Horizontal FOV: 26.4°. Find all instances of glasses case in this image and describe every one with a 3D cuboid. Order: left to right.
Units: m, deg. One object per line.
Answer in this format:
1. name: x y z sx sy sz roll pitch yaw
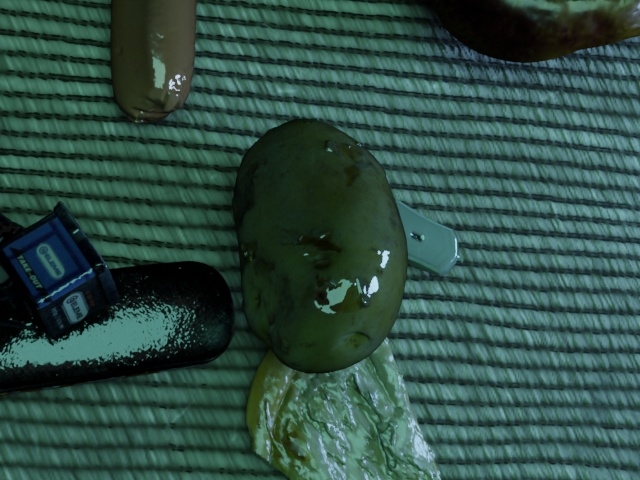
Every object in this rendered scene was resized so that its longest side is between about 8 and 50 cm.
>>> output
1. glasses case: -0.212 0.081 1.278 0.267 0.067 0.103 -6 79 -14

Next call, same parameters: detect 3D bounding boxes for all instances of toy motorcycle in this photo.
1. toy motorcycle: -0.346 -0.049 1.228 0.212 0.125 0.358 -32 69 -14

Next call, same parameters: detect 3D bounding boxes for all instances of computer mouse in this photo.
1. computer mouse: 0.095 0.000 1.388 0.110 0.032 0.056 25 76 -16

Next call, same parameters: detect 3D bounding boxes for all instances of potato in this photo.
1. potato: 0.000 0.000 1.287 0.165 0.165 0.262 4 62 -12

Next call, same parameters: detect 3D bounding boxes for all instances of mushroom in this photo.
1. mushroom: 0.262 -0.346 1.381 0.345 0.259 0.345 3 77 -13

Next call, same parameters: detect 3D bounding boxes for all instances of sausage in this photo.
1. sausage: -0.164 -0.257 1.352 0.086 0.086 0.289 4 77 -12

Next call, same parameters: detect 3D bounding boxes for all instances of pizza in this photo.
1. pizza: 0.030 0.196 1.330 0.181 0.034 0.262 -28 86 -18
